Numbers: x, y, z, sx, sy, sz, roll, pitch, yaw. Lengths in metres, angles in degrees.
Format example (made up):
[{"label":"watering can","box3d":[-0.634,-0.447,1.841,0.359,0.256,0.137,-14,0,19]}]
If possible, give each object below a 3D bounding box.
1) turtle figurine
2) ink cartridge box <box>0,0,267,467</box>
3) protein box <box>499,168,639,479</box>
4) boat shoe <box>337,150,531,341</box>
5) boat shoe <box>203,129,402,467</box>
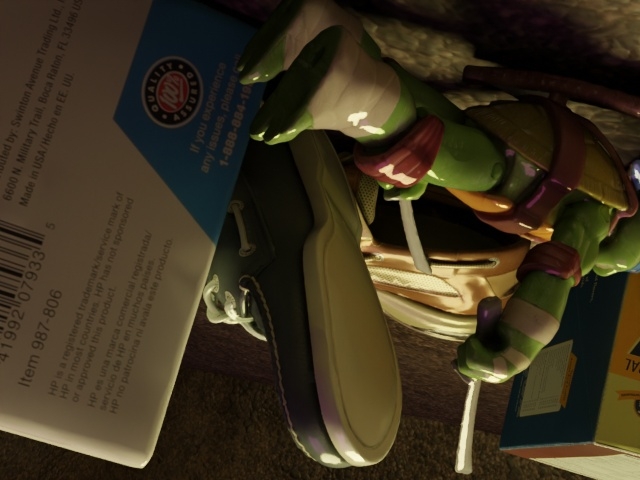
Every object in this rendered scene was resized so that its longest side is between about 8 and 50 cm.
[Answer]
[{"label":"turtle figurine","box3d":[0.056,-0.009,0.636,0.266,0.198,0.275,33,142,-25]},{"label":"ink cartridge box","box3d":[-0.264,-0.056,0.660,0.395,0.285,0.166,21,166,-19]},{"label":"protein box","box3d":[0.241,0.072,0.778,0.136,0.200,0.201,17,166,-4]},{"label":"boat shoe","box3d":[0.019,-0.021,0.885,0.324,0.122,0.120,14,137,-4]},{"label":"boat shoe","box3d":[-0.022,0.028,0.700,0.099,0.319,0.116,-24,129,12]}]
